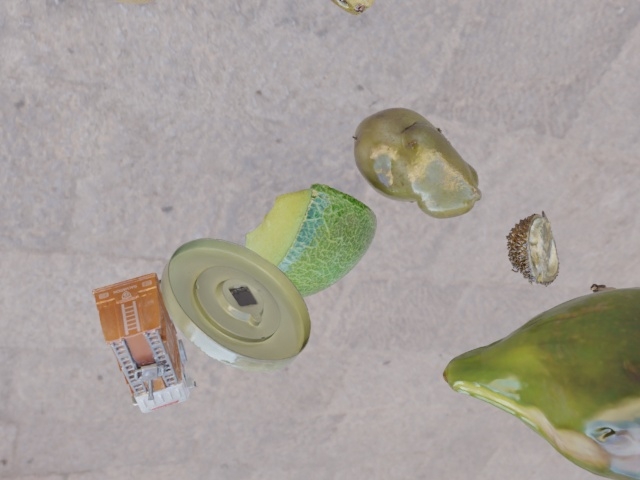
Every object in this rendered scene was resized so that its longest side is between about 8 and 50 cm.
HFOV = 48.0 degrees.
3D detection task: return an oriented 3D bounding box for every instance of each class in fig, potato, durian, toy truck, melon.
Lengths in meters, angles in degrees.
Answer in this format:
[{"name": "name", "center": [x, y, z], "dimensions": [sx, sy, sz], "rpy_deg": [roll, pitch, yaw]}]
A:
[{"name": "fig", "center": [0.267, 0.140, 0.758], "dimensions": [0.275, 0.206, 0.206], "rpy_deg": [5, 138, 23]}, {"name": "potato", "center": [0.228, -0.179, 1.717], "dimensions": [0.218, 0.351, 0.202], "rpy_deg": [-30, 147, -53]}, {"name": "durian", "center": [0.462, 0.012, 1.587], "dimensions": [0.148, 0.188, 0.091], "rpy_deg": [38, 152, -29]}, {"name": "toy truck", "center": [-0.433, 0.278, 1.804], "dimensions": [0.173, 0.207, 0.387], "rpy_deg": [-16, 138, -9]}, {"name": "melon", "center": [0.000, 0.000, 1.713], "dimensions": [0.344, 0.226, 0.331], "rpy_deg": [8, 116, -42]}]

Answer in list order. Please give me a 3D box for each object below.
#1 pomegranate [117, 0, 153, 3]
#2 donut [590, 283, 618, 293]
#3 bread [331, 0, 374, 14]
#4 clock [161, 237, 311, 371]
[{"name": "pomegranate", "center": [-0.281, -0.459, 1.073], "dimensions": [0.207, 0.207, 0.207], "rpy_deg": [-10, 132, -12]}, {"name": "donut", "center": [0.673, 0.165, 1.557], "dimensions": [0.144, 0.187, 0.126], "rpy_deg": [-22, 102, -53]}, {"name": "bread", "center": [0.024, -0.549, 1.325], "dimensions": [0.210, 0.235, 0.099], "rpy_deg": [30, 135, -29]}, {"name": "clock", "center": [-0.116, 0.086, 1.033], "dimensions": [0.235, 0.235, 0.029], "rpy_deg": [17, 126, -31]}]
